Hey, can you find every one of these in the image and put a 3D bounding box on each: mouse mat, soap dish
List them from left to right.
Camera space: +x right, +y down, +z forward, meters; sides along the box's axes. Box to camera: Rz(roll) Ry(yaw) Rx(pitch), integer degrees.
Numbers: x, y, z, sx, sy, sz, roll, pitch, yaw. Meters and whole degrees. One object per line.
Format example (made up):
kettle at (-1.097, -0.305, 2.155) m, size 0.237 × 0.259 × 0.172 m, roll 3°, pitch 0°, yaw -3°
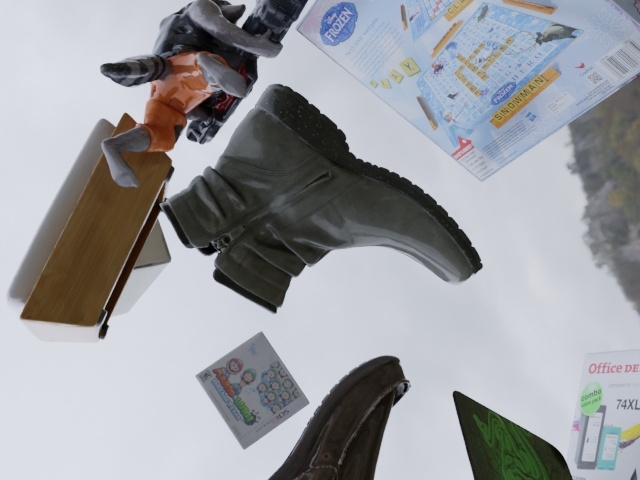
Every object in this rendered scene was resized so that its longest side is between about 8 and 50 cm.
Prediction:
soap dish at (-0.302, 0.000, 1.025) m, size 0.118 × 0.229 × 0.291 m, roll 24°, pitch -109°, yaw -8°
mouse mat at (0.196, 0.230, 0.706) m, size 0.153 × 0.007 × 0.189 m, roll 31°, pitch -158°, yaw -16°

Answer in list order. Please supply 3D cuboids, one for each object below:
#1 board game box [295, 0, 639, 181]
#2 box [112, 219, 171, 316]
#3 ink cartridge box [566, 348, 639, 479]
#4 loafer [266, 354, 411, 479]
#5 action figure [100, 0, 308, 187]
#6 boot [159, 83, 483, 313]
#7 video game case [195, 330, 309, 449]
board game box at (0.168, -0.245, 0.856) m, size 0.318 × 0.319 × 0.066 m, roll 38°, pitch -121°, yaw -8°
box at (-0.399, 0.040, 1.428) m, size 0.121 × 0.311 × 0.148 m, roll -13°, pitch -107°, yaw -33°
ink cartridge box at (0.484, 0.307, 1.051) m, size 0.197 × 0.198 × 0.270 m, roll 20°, pitch -107°, yaw -14°
loafer at (0.022, 0.320, 1.025) m, size 0.130 × 0.366 × 0.134 m, roll 32°, pitch 159°, yaw 21°
action figure at (-0.144, -0.253, 0.961) m, size 0.178 × 0.341 × 0.330 m, roll 31°, pitch -151°, yaw -18°
boot at (0.000, 0.000, 0.639) m, size 0.246 × 0.161 × 0.083 m, roll 37°, pitch 173°, yaw -4°
video game case at (-0.121, 0.265, 1.340) m, size 0.157 × 0.143 × 0.019 m, roll 55°, pitch 168°, yaw 7°
